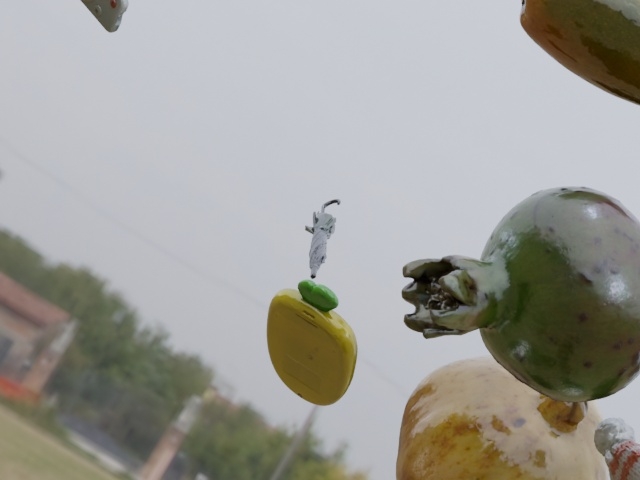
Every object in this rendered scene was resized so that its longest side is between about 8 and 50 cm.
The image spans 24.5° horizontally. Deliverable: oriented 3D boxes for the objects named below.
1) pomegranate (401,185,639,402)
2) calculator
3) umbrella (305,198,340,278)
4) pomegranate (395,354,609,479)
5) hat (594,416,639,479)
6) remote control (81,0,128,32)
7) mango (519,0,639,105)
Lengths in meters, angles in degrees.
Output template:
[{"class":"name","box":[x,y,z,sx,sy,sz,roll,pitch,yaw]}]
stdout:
[{"class":"pomegranate","box":[0.250,0.079,1.657,0.242,0.306,0.242,43,-32,36]},{"class":"calculator","box":[-0.014,0.143,2.046,0.146,0.032,0.235,30,-39,22]},{"class":"umbrella","box":[-0.005,0.002,1.846,0.269,0.044,0.044,-72,142,-68]},{"class":"pomegranate","box":[0.322,0.357,2.484,0.410,0.410,0.410,30,-10,6]},{"class":"hat","box":[0.367,0.269,1.712,0.162,0.093,0.112,45,-30,47]},{"class":"remote control","box":[-0.262,-0.298,1.564,0.184,0.027,0.050,50,-45,17]},{"class":"mango","box":[0.380,-0.243,1.822,0.289,0.129,0.146,39,-49,6]}]
